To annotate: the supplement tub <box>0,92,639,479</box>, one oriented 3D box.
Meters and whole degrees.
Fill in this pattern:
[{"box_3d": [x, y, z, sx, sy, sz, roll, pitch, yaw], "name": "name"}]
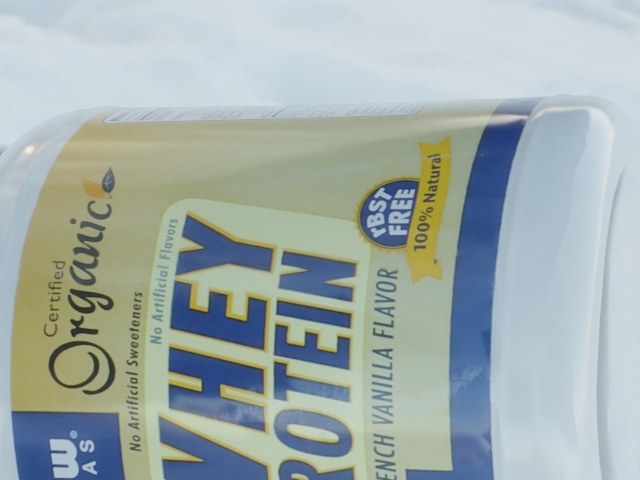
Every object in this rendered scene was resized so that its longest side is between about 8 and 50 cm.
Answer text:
[{"box_3d": [-0.021, 0.055, 0.842, 0.316, 0.228, 0.228, -1, 32, 19], "name": "supplement tub"}]
